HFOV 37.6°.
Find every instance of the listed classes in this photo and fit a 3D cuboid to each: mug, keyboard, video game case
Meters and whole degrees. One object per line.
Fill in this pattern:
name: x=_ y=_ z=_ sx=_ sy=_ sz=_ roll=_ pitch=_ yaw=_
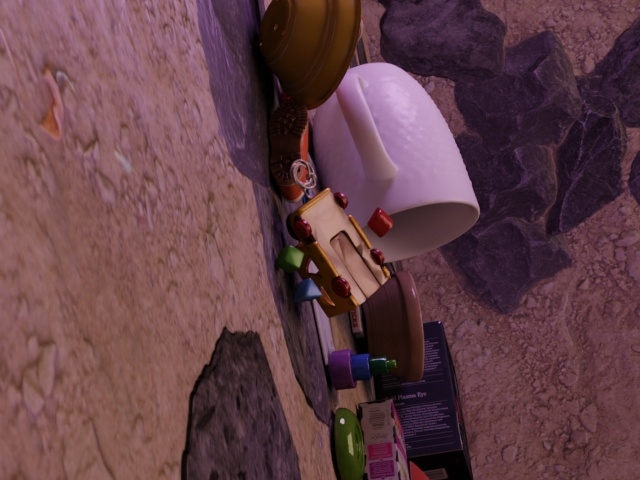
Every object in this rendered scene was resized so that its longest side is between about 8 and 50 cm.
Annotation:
mug: x=0.109 y=-0.171 z=1.748 sx=0.374 sy=0.276 sz=0.327 roll=44 pitch=29 yaw=-67
keyboard: x=-0.011 y=0.073 z=1.535 sx=0.072 sy=0.014 sz=0.255 roll=-33 pitch=113 yaw=-75
video game case: x=-0.013 y=-0.070 z=1.662 sx=0.119 sy=0.015 sz=0.166 roll=60 pitch=22 yaw=-67

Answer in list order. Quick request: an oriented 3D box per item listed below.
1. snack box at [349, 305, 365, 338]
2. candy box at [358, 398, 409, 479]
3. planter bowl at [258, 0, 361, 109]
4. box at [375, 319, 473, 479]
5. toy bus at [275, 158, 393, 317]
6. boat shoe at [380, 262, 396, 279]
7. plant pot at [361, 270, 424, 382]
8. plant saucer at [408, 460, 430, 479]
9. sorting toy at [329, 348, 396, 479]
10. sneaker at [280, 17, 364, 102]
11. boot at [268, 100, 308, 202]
snack box: x=0.068 y=0.110 z=1.953 sx=0.064 sy=0.022 sz=0.178 roll=58 pitch=23 yaw=-70
candy box: x=0.126 y=0.440 z=1.780 sx=0.159 sy=0.071 sz=0.233 roll=69 pitch=13 yaw=-53
planter bowl: x=-0.034 y=-0.314 z=1.428 sx=0.217 sy=0.090 sz=0.217 roll=-29 pitch=-124 yaw=54
box: x=0.245 y=0.405 z=2.239 sx=0.343 sy=0.179 sz=0.312 roll=65 pitch=16 yaw=-60
toy bus: x=0.003 y=0.012 z=1.366 sx=0.191 sy=0.104 sz=0.202 roll=18 pitch=63 yaw=-32
boat shoe: x=0.115 y=-0.009 z=2.166 sx=0.114 sy=0.091 sz=0.302 roll=-90 pitch=167 yaw=-50
plant pot: x=0.145 y=0.186 z=1.996 sx=0.237 sy=0.110 sz=0.237 roll=175 pitch=-90 yaw=-86
plant saucer: x=0.206 y=0.640 z=1.954 sx=0.259 sy=0.048 sz=0.258 roll=-89 pitch=179 yaw=-56
sorting toy: x=0.093 y=0.346 z=1.482 sx=0.127 sy=0.126 sz=0.365 roll=57 pitch=27 yaw=-67
sneaker: x=0.001 y=-0.283 z=1.531 sx=0.221 sy=0.087 sz=0.128 roll=132 pitch=-24 yaw=-67
boot: x=-0.045 y=-0.134 z=1.418 sx=0.084 sy=0.059 sz=0.157 roll=72 pitch=20 yaw=-59
